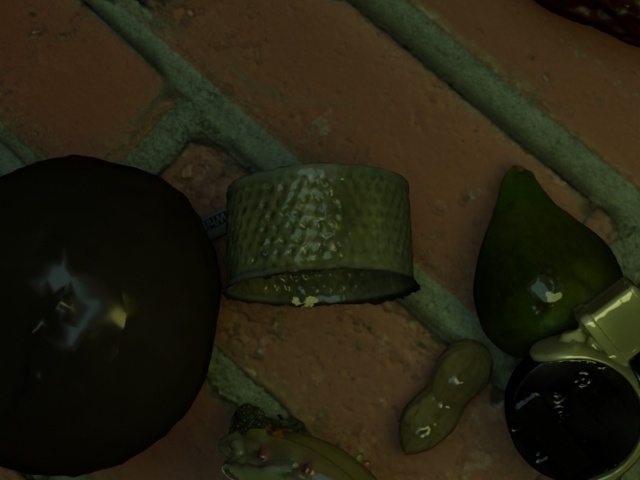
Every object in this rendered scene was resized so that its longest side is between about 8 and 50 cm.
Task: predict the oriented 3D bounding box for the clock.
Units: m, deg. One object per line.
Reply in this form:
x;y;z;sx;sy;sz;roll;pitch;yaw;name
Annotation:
0.408;0.256;1.459;0.276;0.120;0.379;-41;96;10;clock

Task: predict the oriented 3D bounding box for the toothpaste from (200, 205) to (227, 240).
-0.153;-0.025;1.760;0.218;0.033;0.052;-25;72;10;toothpaste

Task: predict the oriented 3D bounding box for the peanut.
0.170;0.217;1.628;0.082;0.082;0.187;36;88;14;peanut

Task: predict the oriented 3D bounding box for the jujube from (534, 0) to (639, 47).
0.403;-0.398;1.639;0.318;0.223;0.223;37;89;7;jujube

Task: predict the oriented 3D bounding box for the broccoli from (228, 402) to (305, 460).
-0.073;0.292;1.650;0.131;0.130;0.120;17;38;39;broccoli

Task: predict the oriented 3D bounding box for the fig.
0.289;0.021;1.604;0.206;0.206;0.275;-19;63;7;fig

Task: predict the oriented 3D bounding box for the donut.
-0.015;0.425;1.527;0.307;0.150;0.371;23;115;25;donut

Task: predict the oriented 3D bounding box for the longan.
-0.332;0.100;1.589;0.404;0.404;0.436;12;75;12;longan

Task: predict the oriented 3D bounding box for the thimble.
0.000;0.000;1.609;0.271;0.271;0.150;-4;77;10;thimble
